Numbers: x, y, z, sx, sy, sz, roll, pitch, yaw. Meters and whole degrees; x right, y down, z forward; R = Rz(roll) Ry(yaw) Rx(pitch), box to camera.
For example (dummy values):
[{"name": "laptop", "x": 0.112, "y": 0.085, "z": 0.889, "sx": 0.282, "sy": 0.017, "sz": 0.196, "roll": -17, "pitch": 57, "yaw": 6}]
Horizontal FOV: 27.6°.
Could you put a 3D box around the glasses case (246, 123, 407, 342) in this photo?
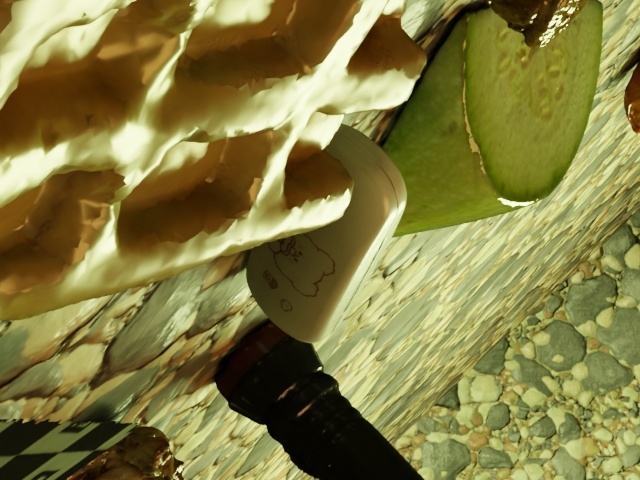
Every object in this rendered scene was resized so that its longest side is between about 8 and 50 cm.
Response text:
[{"name": "glasses case", "x": 0.000, "y": 0.000, "z": 0.824, "sx": 0.049, "sy": 0.074, "sz": 0.193, "roll": -40, "pitch": 167, "yaw": -33}]

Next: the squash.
[{"name": "squash", "x": 0.098, "y": -0.084, "z": 0.973, "sx": 0.237, "sy": 0.155, "sz": 0.204, "roll": -16, "pitch": 111, "yaw": -52}]

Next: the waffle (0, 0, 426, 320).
[{"name": "waffle", "x": -0.027, "y": -0.106, "z": 0.423, "sx": 0.304, "sy": 0.077, "sz": 0.348, "roll": -22, "pitch": 151, "yaw": -52}]

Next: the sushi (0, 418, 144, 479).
[{"name": "sushi", "x": -0.260, "y": 0.145, "z": 0.498, "sx": 0.343, "sy": 0.064, "sz": 0.359, "roll": -36, "pitch": 170, "yaw": -1}]

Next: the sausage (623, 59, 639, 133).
[{"name": "sausage", "x": 0.449, "y": -0.244, "z": 1.395, "sx": 0.330, "sy": 0.102, "sz": 0.102, "roll": -51, "pitch": 165, "yaw": 19}]

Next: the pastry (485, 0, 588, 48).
[{"name": "pastry", "x": 0.144, "y": -0.170, "z": 0.800, "sx": 0.097, "sy": 0.057, "sz": 0.109, "roll": -46, "pitch": 170, "yaw": -21}]

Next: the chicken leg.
[{"name": "chicken leg", "x": -0.160, "y": 0.175, "z": 0.848, "sx": 0.101, "sy": 0.085, "sz": 0.207, "roll": -3, "pitch": -177, "yaw": 33}]

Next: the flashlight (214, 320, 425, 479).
[{"name": "flashlight", "x": 0.018, "y": 0.169, "z": 1.036, "sx": 0.093, "sy": 0.232, "sz": 0.093, "roll": -40, "pitch": 165, "yaw": -13}]
